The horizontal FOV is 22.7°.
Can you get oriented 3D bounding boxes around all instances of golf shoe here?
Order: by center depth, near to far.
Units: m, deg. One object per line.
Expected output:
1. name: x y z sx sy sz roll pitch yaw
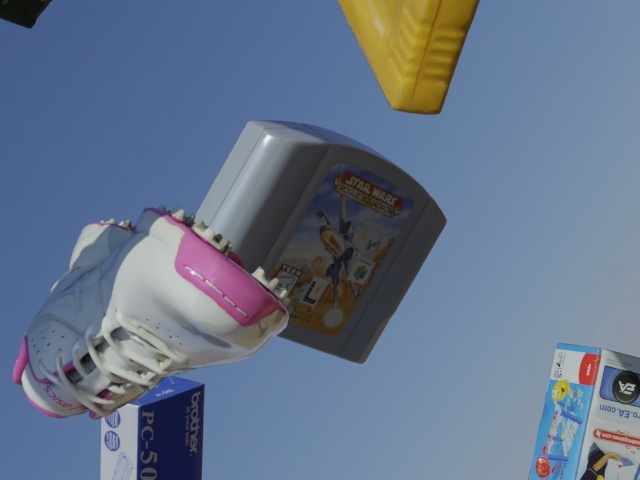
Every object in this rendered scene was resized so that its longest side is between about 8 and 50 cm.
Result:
1. golf shoe: -0.113 0.060 0.989 0.140 0.115 0.306 -53 13 -15

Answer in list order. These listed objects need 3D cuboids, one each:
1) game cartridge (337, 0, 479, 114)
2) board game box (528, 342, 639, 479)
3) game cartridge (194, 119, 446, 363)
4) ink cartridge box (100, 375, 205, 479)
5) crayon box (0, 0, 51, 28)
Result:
1. game cartridge: 0.076 -0.297 1.149 0.285 0.052 0.324 -111 33 -55
2. board game box: 0.360 0.285 1.650 0.086 0.308 0.302 2 78 66
3. game cartridge: 0.000 0.000 1.504 0.297 0.062 0.198 23 -77 -51
4. ink cartridge box: -0.153 0.234 1.443 0.097 0.046 0.207 -13 -71 -56
5. crayon box: -0.344 -0.445 1.935 0.202 0.081 0.319 -42 43 40
